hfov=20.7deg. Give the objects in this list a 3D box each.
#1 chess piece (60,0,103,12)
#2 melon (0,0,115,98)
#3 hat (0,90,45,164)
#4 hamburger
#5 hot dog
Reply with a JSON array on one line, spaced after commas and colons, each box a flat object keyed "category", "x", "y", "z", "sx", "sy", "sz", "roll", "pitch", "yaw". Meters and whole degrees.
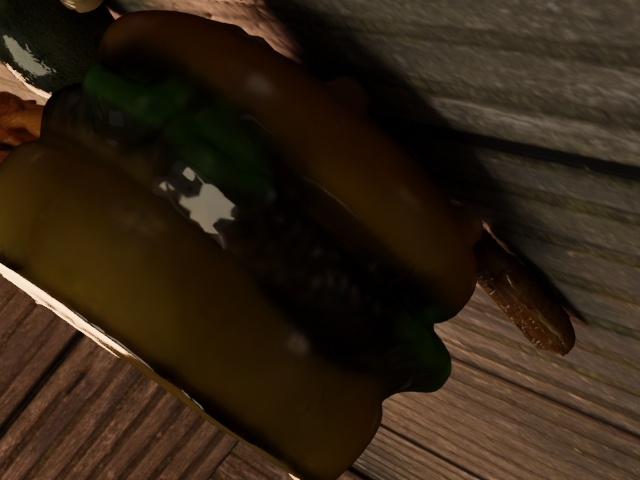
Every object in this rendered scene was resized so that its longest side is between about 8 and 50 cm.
[{"category": "chess piece", "x": -0.228, "y": -0.248, "z": 1.561, "sx": 0.066, "sy": 0.066, "sz": 0.122, "roll": 37, "pitch": 175, "yaw": 13}, {"category": "melon", "x": -0.258, "y": -0.199, "z": 1.711, "sx": 0.167, "sy": 0.114, "sz": 0.114, "roll": 45, "pitch": 169, "yaw": -15}, {"category": "hat", "x": -0.327, "y": -0.113, "z": 2.335, "sx": 0.233, "sy": 0.244, "sz": 0.233, "roll": 10, "pitch": 159, "yaw": -44}, {"category": "hamburger", "x": -0.075, "y": -0.012, "z": 1.409, "sx": 0.396, "sy": 0.277, "sz": 0.396, "roll": 35, "pitch": 170, "yaw": 7}, {"category": "hot dog", "x": 0.168, "y": 0.043, "z": 1.481, "sx": 0.144, "sy": 0.038, "sz": 0.062, "roll": 47, "pitch": 170, "yaw": -27}]
